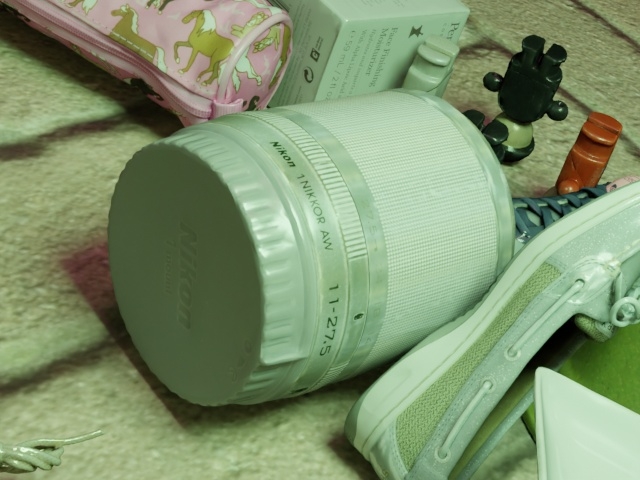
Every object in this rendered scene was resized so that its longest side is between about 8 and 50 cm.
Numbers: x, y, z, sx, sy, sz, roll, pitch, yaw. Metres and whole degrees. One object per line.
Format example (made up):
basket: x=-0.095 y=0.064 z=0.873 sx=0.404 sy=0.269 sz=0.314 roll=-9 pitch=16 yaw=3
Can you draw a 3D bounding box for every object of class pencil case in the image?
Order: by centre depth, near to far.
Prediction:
pencil case: x=-0.210 y=-0.240 z=1.252 sx=0.386 sy=0.167 sz=0.160 roll=30 pitch=-8 yaw=10

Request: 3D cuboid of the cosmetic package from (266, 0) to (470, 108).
cosmetic package: x=0.029 y=-0.219 z=1.354 sx=0.183 sy=0.151 sz=0.151 roll=-13 pitch=48 yaw=-37

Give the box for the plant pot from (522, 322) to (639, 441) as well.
plant pot: x=0.339 y=0.072 z=1.050 sx=0.276 sy=0.254 sz=0.276 roll=15 pitch=35 yaw=-11

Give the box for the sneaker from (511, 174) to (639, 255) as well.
sneaker: x=0.238 y=-0.018 z=1.179 sx=0.319 sy=0.131 sz=0.112 roll=6 pitch=42 yaw=-40

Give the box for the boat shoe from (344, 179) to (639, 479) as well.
boat shoe: x=0.165 y=0.078 z=0.945 sx=0.103 sy=0.320 sz=0.118 roll=52 pitch=2 yaw=25

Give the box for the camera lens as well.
camera lens: x=0.000 y=0.000 z=0.992 sx=0.274 sy=0.219 sz=0.219 roll=-14 pitch=49 yaw=-40

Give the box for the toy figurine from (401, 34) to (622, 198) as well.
toy figurine: x=0.180 y=-0.102 z=1.300 sx=0.209 sy=0.148 sz=0.213 roll=-4 pitch=45 yaw=-23

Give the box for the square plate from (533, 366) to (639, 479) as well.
square plate: x=0.264 y=0.260 z=0.748 sx=0.344 sy=0.049 sz=0.347 roll=28 pitch=30 yaw=-5

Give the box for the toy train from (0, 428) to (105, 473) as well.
toy train: x=-0.223 y=0.185 z=0.742 sx=0.248 sy=0.105 sz=0.143 roll=-3 pitch=53 yaw=-32
